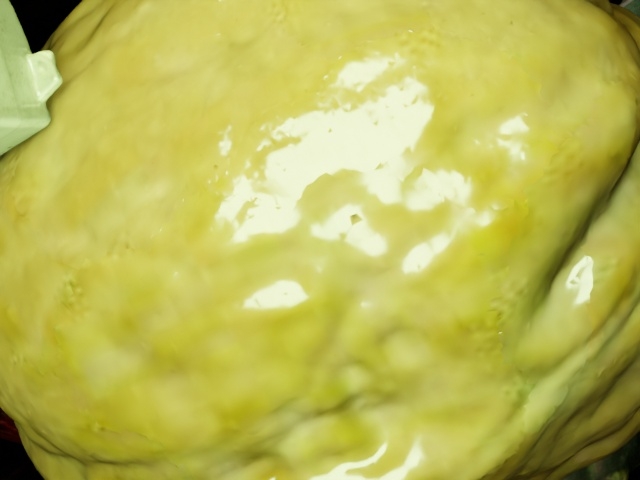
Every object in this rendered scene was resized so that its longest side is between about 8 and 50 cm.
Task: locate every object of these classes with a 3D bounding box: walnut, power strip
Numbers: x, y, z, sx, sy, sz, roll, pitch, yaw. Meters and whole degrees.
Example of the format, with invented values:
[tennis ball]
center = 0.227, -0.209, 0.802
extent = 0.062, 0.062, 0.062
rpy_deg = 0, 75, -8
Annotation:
[walnut]
center = 0.001, 0.003, 0.864
extent = 0.344, 0.306, 0.306
rpy_deg = -29, 168, 21
[power strip]
center = -0.185, -0.047, 0.796
extent = 0.175, 0.075, 0.042
rpy_deg = -29, 168, 30

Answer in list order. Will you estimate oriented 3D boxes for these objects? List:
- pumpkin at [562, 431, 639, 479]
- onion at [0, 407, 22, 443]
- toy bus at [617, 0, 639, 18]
[pumpkin]
center = 0.114, 0.073, 1.415
extent = 0.323, 0.241, 0.323
rpy_deg = -21, -153, 12
[onion]
center = -0.121, 0.057, 1.140
extent = 0.272, 0.195, 0.272
rpy_deg = -14, 170, -2
[toy bus]
center = 0.180, -0.117, 1.271
extent = 0.130, 0.052, 0.037
rpy_deg = -33, 178, 36
